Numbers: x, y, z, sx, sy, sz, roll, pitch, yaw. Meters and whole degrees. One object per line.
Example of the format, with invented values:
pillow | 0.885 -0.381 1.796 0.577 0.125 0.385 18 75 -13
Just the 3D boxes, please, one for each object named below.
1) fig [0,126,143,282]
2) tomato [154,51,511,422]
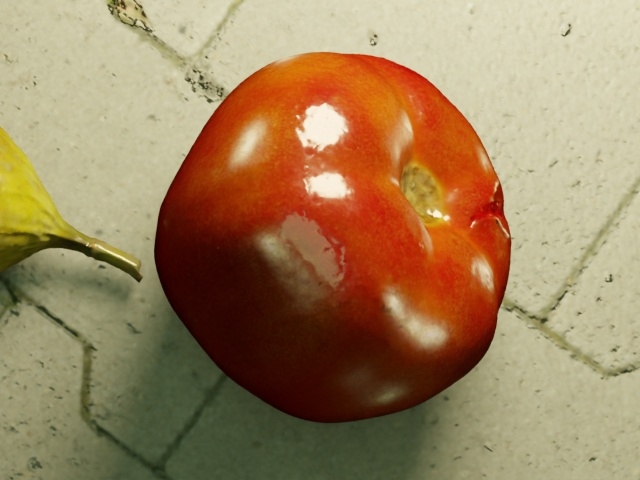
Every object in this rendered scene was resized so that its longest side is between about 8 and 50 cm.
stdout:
fig | -0.260 -0.020 1.443 0.257 0.159 0.159 22 84 -16
tomato | 0.000 0.000 1.386 0.226 0.298 0.299 -22 84 37
